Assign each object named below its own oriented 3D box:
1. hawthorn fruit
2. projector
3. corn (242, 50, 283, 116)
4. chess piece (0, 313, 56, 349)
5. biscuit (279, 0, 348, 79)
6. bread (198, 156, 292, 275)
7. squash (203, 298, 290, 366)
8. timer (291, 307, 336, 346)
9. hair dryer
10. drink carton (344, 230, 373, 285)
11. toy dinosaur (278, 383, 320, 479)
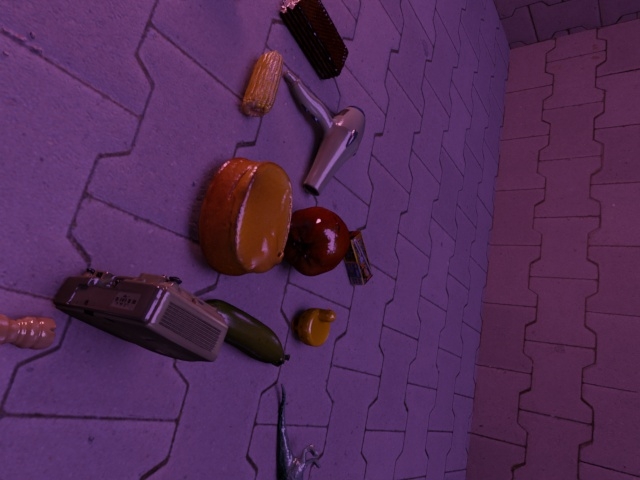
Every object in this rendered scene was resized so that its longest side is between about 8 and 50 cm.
[{"bbox_3d":[0.000,0.000,1.178,0.202,0.185,0.185,-10,99,-57],"label":"hawthorn fruit"},{"bbox_3d":[-0.276,0.122,0.720,0.193,0.269,0.088,47,54,-43],"label":"projector"},{"bbox_3d":[-0.136,-0.375,1.069,0.063,0.085,0.165,25,65,-33],"label":"corn"},{"bbox_3d":[-0.459,0.133,0.652,0.122,0.066,0.066,29,67,-56],"label":"chess piece"},{"bbox_3d":[-0.015,-0.579,1.243,0.252,0.070,0.106,47,53,-42],"label":"biscuit"},{"bbox_3d":[-0.163,-0.053,0.981,0.195,0.142,0.270,30,68,-52],"label":"bread"},{"bbox_3d":[-0.162,0.223,1.035,0.331,0.087,0.087,48,53,-44],"label":"squash"},{"bbox_3d":[-0.008,0.236,1.220,0.107,0.109,0.107,-1,91,-54],"label":"timer"},{"bbox_3d":[-0.011,-0.278,1.252,0.298,0.119,0.296,18,79,-36],"label":"hair dryer"},{"bbox_3d":[0.116,0.057,1.436,0.071,0.056,0.166,-43,123,-48],"label":"drink carton"},{"bbox_3d":[-0.052,0.563,1.187,0.129,0.076,0.383,1,82,-30],"label":"toy dinosaur"}]
